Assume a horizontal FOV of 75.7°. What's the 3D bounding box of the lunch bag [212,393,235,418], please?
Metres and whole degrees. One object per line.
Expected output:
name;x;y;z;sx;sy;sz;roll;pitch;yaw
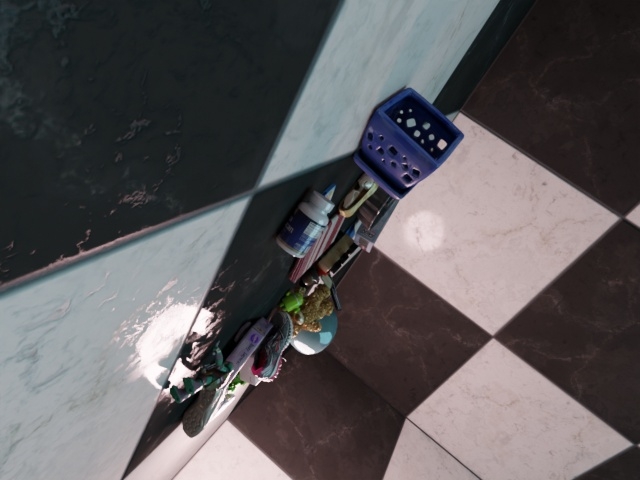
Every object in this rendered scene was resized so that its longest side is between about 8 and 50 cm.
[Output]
lunch bag;-0.488;0.754;1.853;0.176;0.090;0.219;-48;171;-3

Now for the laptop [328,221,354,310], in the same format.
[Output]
laptop;0.143;0.158;2.281;0.236;0.408;0.382;-18;169;3

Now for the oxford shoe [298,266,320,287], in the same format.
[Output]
oxford shoe;-0.059;0.174;1.888;0.096;0.083;0.227;-27;170;-5

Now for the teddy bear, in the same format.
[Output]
teddy bear;-0.054;0.329;1.964;0.337;0.113;0.245;1;94;-47

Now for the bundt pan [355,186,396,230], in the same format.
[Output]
bundt pan;0.268;-0.208;1.851;0.331;0.124;0.331;-51;171;-11

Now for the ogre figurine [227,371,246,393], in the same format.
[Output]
ogre figurine;-0.384;0.616;1.872;0.118;0.096;0.197;86;13;-55

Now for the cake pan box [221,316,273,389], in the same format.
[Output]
cake pan box;-0.295;0.424;1.594;0.246;0.070;0.267;-50;178;-3

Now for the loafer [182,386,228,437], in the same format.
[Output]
loafer;-0.451;0.657;1.639;0.320;0.112;0.111;-57;161;20

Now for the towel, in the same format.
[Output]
towel;0.000;0.000;1.621;0.329;0.037;0.237;-45;166;-45

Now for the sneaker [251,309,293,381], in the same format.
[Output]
sneaker;-0.202;0.436;1.739;0.112;0.120;0.300;45;51;-51

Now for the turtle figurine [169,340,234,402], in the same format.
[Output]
turtle figurine;-0.344;0.412;1.284;0.175;0.118;0.234;-57;164;25

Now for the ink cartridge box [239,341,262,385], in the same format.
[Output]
ink cartridge box;-0.271;0.516;1.858;0.219;0.092;0.161;-35;130;-57

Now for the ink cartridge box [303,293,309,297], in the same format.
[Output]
ink cartridge box;-0.066;0.380;2.354;0.099;0.135;0.056;-52;173;-1

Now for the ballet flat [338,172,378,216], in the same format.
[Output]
ballet flat;0.151;-0.187;1.541;0.232;0.080;0.073;-54;155;2

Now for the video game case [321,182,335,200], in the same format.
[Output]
video game case;-0.017;-0.092;1.270;0.166;0.015;0.119;-47;169;-28

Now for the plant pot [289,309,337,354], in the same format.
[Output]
plant pot;-0.083;0.423;2.154;0.290;0.290;0.195;-51;135;-7

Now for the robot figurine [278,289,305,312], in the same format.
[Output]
robot figurine;-0.128;0.274;1.841;0.115;0.101;0.067;-27;-179;-12

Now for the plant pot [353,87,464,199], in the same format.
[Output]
plant pot;0.252;-0.279;1.244;0.236;0.236;0.212;-43;173;-41

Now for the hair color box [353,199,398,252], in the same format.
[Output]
hair color box;0.319;-0.136;2.235;0.375;0.113;0.185;-57;171;-14

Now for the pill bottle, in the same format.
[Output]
pill bottle;-0.038;-0.046;1.108;0.169;0.094;0.094;-55;170;12

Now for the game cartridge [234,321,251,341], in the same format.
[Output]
game cartridge;-0.293;0.344;1.539;0.056;0.017;0.083;-32;158;-54

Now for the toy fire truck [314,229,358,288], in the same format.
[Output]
toy fire truck;0.059;0.106;1.965;0.217;0.158;0.246;-46;178;-34
